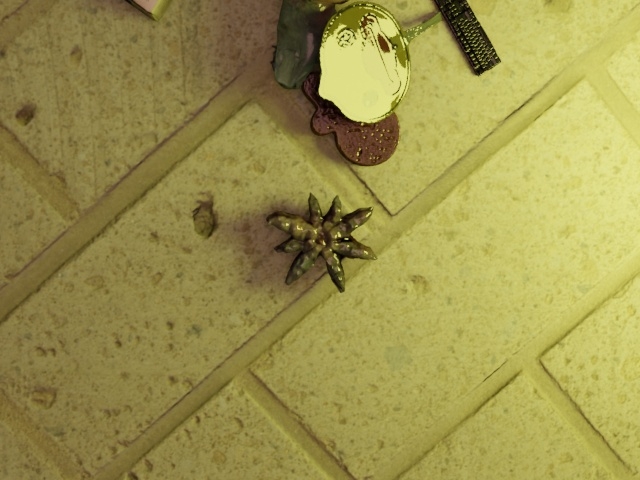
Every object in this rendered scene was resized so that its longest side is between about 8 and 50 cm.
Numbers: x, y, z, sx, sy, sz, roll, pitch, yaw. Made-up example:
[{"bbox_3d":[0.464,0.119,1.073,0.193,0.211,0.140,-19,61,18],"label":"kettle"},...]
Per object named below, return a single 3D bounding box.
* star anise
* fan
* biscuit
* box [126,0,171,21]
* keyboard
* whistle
[{"bbox_3d":[0.000,0.000,1.244,0.236,0.093,0.229,32,93,-9],"label":"star anise"},{"bbox_3d":[0.121,-0.360,1.188,0.335,0.011,0.229,-36,120,-21],"label":"fan"},{"bbox_3d":[0.066,-0.258,1.243,0.180,0.039,0.236,-36,98,-3],"label":"biscuit"},{"bbox_3d":[-0.304,-0.620,1.158,0.200,0.065,0.343,35,94,-8],"label":"box"},{"bbox_3d":[0.298,-0.432,1.248,0.060,0.018,0.195,-34,99,-2],"label":"keyboard"},{"bbox_3d":[-0.013,-0.462,1.168,0.189,0.189,0.347,13,114,-5],"label":"whistle"}]
